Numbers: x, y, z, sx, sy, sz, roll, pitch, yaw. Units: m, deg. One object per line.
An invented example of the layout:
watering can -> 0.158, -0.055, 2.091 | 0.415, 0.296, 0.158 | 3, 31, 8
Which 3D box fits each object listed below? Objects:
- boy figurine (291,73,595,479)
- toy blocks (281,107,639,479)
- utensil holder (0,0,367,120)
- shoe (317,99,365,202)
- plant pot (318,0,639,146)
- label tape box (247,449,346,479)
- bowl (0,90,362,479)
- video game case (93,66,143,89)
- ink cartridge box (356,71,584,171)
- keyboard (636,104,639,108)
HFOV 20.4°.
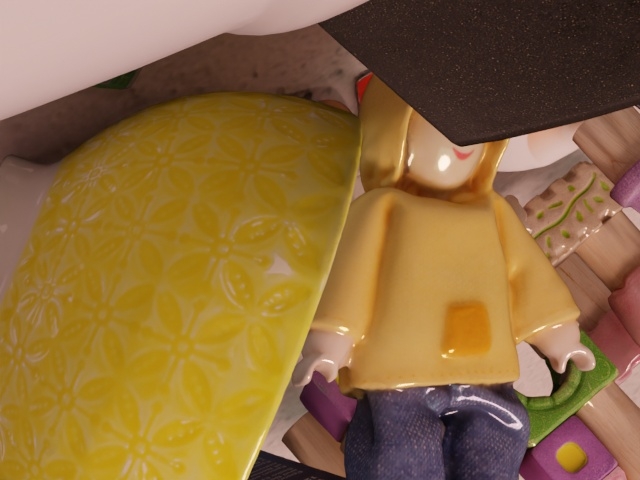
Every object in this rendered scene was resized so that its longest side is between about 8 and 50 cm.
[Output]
boy figurine -> 0.067, 0.036, 0.913 | 0.177, 0.285, 0.092 | 6, 169, -27
toy blocks -> 0.164, 0.112, 1.113 | 0.288, 0.260, 0.309 | -36, 166, -20
utensil holder -> -0.211, -0.141, 0.400 | 0.385, 0.328, 0.328 | -24, 148, -17
shoe -> 0.000, 0.000, 1.081 | 0.076, 0.058, 0.219 | -24, 148, -20
plant pot -> 0.083, -0.157, 0.800 | 0.167, 0.188, 0.187 | -33, 128, 27
label tape box -> -0.090, 0.229, 1.058 | 0.249, 0.115, 0.347 | -22, -168, -24
bowl -> -0.107, 0.040, 0.893 | 0.156, 0.289, 0.289 | 22, 127, -8
video game case -> -0.112, -0.157, 0.777 | 0.193, 0.023, 0.212 | 0, 134, -47
ink cartridge box -> 0.112, -0.087, 1.096 | 0.179, 0.045, 0.145 | -32, 150, -14
keyboard -> 0.278, -0.154, 1.201 | 0.180, 0.023, 0.108 | -45, 143, 15
